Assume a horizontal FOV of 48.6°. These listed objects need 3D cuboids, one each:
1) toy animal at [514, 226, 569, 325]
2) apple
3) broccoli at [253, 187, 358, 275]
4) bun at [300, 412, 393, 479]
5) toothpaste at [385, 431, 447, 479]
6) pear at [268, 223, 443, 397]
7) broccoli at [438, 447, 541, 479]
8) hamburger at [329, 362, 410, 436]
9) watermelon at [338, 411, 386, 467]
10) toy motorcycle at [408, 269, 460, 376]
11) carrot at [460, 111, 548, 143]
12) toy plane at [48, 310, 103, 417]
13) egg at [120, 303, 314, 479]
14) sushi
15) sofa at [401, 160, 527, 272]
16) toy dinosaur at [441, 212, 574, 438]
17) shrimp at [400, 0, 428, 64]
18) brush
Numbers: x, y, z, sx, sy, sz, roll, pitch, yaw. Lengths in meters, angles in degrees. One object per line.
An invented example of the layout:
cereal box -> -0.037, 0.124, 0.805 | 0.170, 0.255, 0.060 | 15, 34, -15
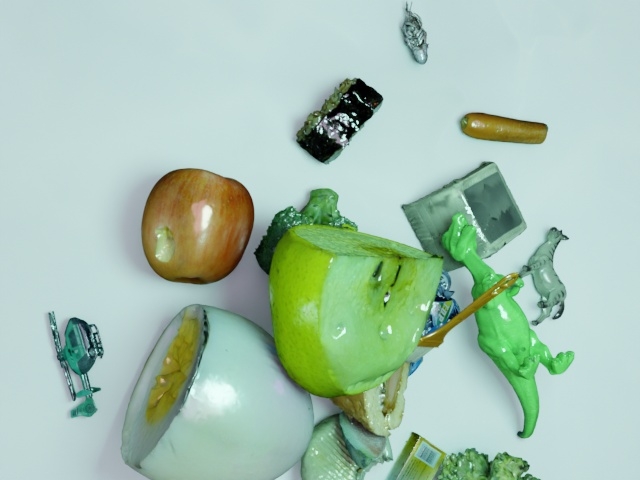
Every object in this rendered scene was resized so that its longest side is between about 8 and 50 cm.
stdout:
toy animal -> 0.559, 0.084, 1.742 | 0.175, 0.073, 0.217 | -22, 94, -28
apple -> -0.257, -0.024, 1.481 | 0.241, 0.242, 0.241 | 10, 90, -12
broccoli -> 0.000, 0.000, 1.559 | 0.268, 0.254, 0.269 | 15, 55, -23
bun -> 0.055, 0.490, 1.560 | 0.212, 0.127, 0.204 | -20, 64, -19
toothpaste -> 0.171, 0.595, 1.606 | 0.089, 0.071, 0.313 | 34, 78, -10
pear -> 0.036, 0.139, 1.337 | 0.342, 0.238, 0.318 | 4, 102, -45
broccoli -> 0.366, 0.639, 1.542 | 0.277, 0.318, 0.338 | 22, 48, 30
hamburger -> 0.077, 0.252, 1.545 | 0.162, 0.208, 0.330 | 27, 62, -44
watermelon -> 0.091, 0.421, 1.482 | 0.094, 0.180, 0.081 | -13, 110, 6
toy motorcycle -> 0.244, 0.194, 1.651 | 0.135, 0.092, 0.255 | 36, 87, -17
carrot -> 0.447, -0.275, 1.749 | 0.225, 0.067, 0.067 | 4, 84, -13
toy plane -> -0.505, 0.254, 1.491 | 0.096, 0.060, 0.235 | -15, 85, -6
egg -> -0.175, 0.339, 1.422 | 0.339, 0.354, 0.355 | 29, 79, -23
sushi -> 0.044, -0.280, 1.618 | 0.115, 0.147, 0.212 | 43, 85, -10
sofa -> 0.354, -0.054, 1.702 | 0.225, 0.176, 0.210 | -31, 93, -42
toy dinosaur -> 0.375, 0.218, 1.611 | 0.143, 0.500, 0.374 | -25, 53, -20
shrimp -> 0.227, -0.504, 1.720 | 0.056, 0.065, 0.165 | -19, 89, 10
brush -> 0.278, 0.160, 1.430 | 0.090, 0.314, 0.017 | 11, 43, -49
